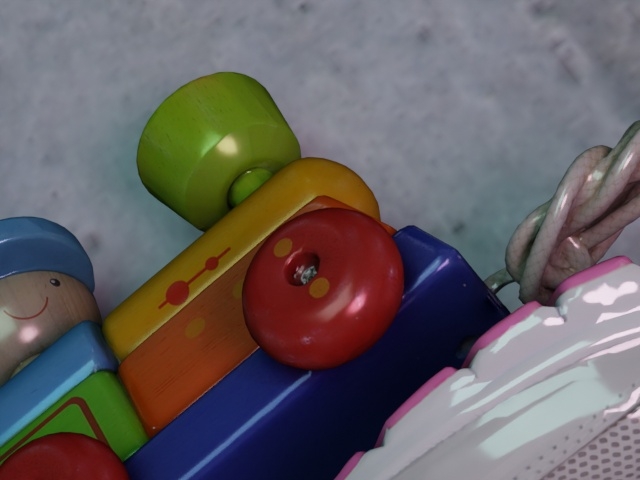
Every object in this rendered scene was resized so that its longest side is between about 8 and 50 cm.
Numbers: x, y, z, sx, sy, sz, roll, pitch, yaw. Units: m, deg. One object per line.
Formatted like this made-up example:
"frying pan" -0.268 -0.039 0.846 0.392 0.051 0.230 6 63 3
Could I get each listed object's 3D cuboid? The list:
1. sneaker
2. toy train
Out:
"sneaker" 0.122 0.057 0.411 0.252 0.103 0.111 -16 70 0
"toy train" 0.000 0.000 0.509 0.248 0.105 0.143 -40 48 3
